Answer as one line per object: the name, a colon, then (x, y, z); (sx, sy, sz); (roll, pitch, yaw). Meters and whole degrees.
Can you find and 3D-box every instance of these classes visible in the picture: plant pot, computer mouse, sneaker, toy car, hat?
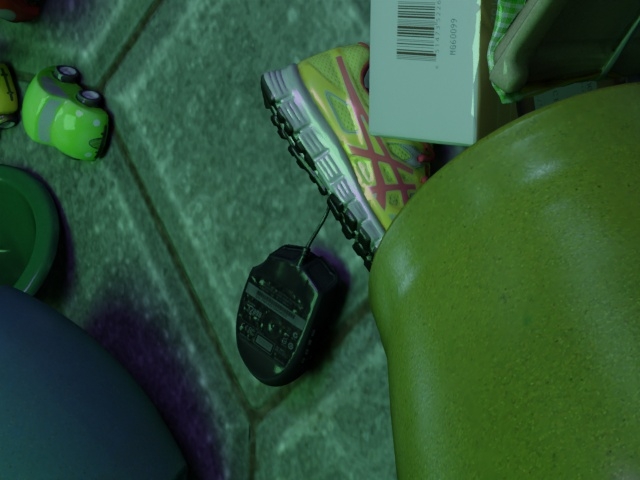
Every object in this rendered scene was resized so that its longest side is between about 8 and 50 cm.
plant pot: (0.187, 0.121, 0.853); (0.366, 0.366, 0.353); (-54, 45, 39)
plant pot: (-0.222, 0.205, 1.400); (0.195, 0.290, 0.290); (22, 117, 6)
computer mouse: (0.000, 0.000, 1.263); (0.071, 0.041, 0.242); (36, 115, 30)
sneaker: (0.048, -0.044, 1.165); (0.208, 0.094, 0.081); (58, 173, 0)
toy car: (-0.264, -0.146, 1.528); (0.225, 0.053, 0.239); (43, 126, 37)
hat: (-0.300, 0.057, 1.624); (0.208, 0.183, 0.173); (-47, 59, -7)

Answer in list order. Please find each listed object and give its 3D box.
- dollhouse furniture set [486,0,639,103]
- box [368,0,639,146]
dollhouse furniture set: (0.185, -0.233, 0.884); (0.151, 0.197, 0.301); (54, 131, 27)
box: (0.120, -0.124, 0.996); (0.091, 0.170, 0.130); (10, 103, 50)
